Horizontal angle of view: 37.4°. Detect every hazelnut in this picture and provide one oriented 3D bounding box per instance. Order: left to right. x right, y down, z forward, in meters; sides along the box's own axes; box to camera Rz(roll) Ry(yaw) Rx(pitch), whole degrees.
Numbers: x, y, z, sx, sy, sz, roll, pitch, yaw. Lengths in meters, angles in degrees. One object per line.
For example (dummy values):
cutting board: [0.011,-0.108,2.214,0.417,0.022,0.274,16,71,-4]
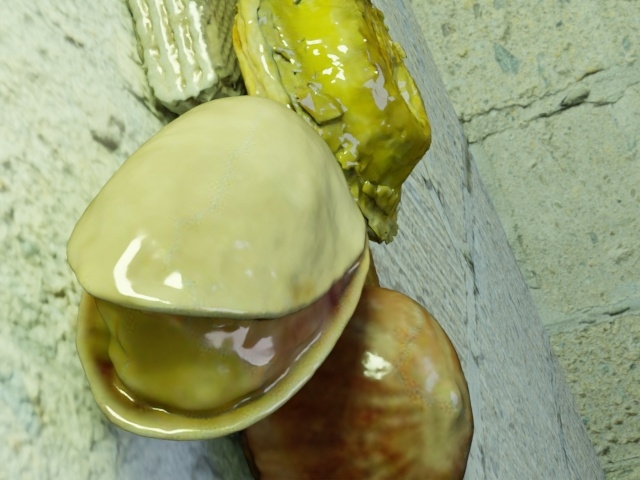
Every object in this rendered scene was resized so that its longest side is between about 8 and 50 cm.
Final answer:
hazelnut: [0.031,0.138,0.753,0.176,0.214,0.214,-21,92,-46]

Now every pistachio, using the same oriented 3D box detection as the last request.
pistachio: [-0.062,0.011,0.644,0.187,0.187,0.299,64,21,-21]

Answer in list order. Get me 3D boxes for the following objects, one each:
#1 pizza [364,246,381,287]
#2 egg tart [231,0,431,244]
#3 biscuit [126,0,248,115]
pizza: [0.014,0.022,1.012,0.258,0.087,0.268,-76,144,-62]
egg tart: [0.025,-0.139,0.882,0.295,0.116,0.295,59,16,-29]
biscuit: [-0.143,-0.310,0.889,0.144,0.078,0.426,15,59,-70]
